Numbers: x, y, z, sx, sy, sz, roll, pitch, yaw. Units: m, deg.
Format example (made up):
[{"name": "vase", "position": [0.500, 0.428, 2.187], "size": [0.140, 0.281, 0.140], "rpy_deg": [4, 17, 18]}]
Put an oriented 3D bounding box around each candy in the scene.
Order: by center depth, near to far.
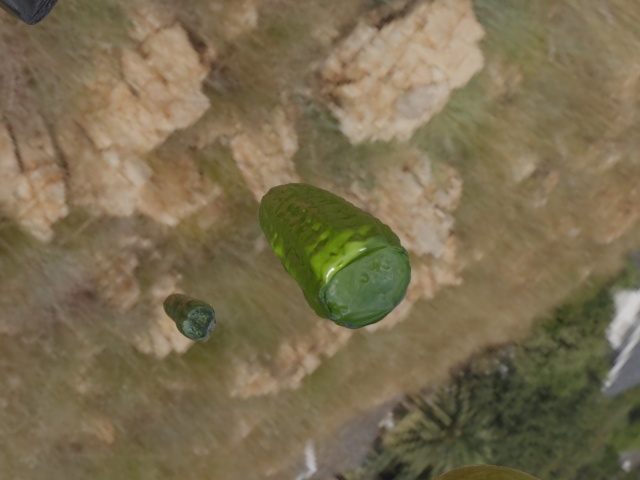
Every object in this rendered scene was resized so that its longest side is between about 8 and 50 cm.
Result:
[{"name": "candy", "position": [0.000, 0.000, 1.046], "size": [0.097, 0.209, 0.096], "rpy_deg": [-11, 117, -22]}]

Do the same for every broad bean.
[{"name": "broad bean", "position": [-0.145, 0.084, 1.318], "size": [0.063, 0.083, 0.045], "rpy_deg": [24, 91, -23]}]

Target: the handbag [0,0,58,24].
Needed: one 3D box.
[{"name": "handbag", "position": [-0.370, -0.350, 1.111], "size": [0.285, 0.257, 0.113], "rpy_deg": [31, 106, -35]}]

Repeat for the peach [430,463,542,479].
[{"name": "peach", "position": [0.226, 0.464, 1.557], "size": [0.316, 0.314, 0.281], "rpy_deg": [-35, 160, -5]}]
